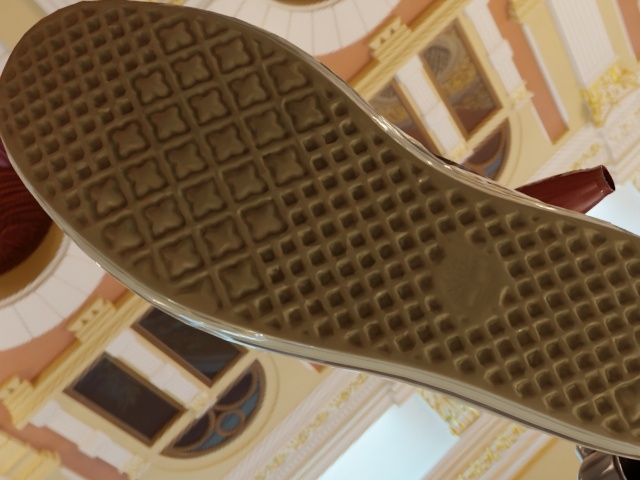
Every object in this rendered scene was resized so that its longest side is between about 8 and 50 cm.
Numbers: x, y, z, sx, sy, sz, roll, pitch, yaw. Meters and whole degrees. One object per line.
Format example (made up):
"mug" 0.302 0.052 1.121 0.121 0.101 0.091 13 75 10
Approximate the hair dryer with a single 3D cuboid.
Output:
"hair dryer" 0.297 -0.037 0.981 0.224 0.080 0.293 -23 171 -15

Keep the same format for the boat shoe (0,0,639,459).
"boat shoe" 0.023 0.000 0.485 0.156 0.500 0.187 122 -9 -83

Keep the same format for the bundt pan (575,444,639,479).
"bundt pan" 0.470 0.333 0.928 0.124 0.331 0.331 126 -20 -48
